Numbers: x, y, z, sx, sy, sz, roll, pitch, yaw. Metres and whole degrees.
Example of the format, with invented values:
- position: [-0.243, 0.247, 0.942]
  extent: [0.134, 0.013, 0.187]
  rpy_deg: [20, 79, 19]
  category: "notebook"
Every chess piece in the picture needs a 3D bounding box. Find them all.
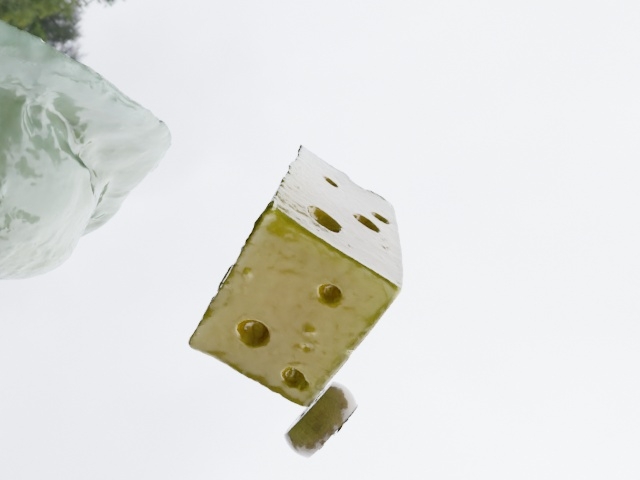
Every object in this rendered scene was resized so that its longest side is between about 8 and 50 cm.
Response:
- position: [0.000, 0.183, 0.724]
  extent: [0.083, 0.083, 0.038]
  rpy_deg: [-44, -94, -7]
  category: "chess piece"

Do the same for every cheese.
- position: [0.000, 0.000, 0.488]
  extent: [0.126, 0.093, 0.171]
  rpy_deg: [-57, -173, 36]
  category: "cheese"

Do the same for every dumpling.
- position: [-0.312, -0.060, 0.703]
  extent: [0.320, 0.270, 0.212]
  rpy_deg: [-7, -119, 69]
  category: "dumpling"
